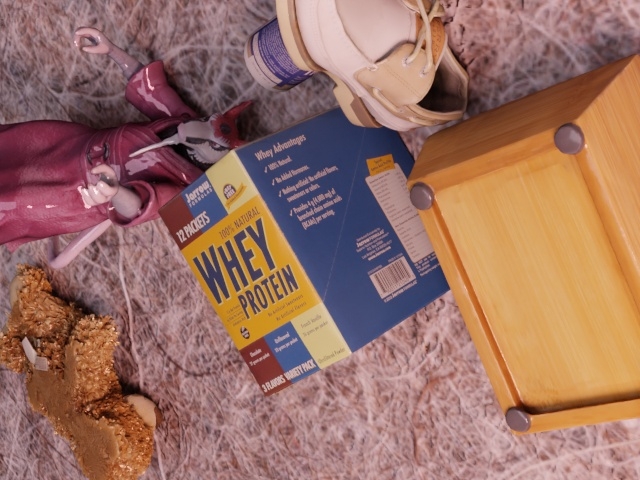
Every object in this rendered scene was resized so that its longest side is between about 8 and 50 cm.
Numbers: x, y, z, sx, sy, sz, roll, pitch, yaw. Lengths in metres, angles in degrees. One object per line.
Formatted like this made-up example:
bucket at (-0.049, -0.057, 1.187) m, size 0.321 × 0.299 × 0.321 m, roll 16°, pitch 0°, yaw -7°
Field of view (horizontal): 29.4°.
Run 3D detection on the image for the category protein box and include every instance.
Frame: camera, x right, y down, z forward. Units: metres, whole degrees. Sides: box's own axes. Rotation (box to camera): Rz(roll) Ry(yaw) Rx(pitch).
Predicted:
protein box at (0.000, 0.000, 1.137) m, size 0.136 × 0.200 × 0.201 m, roll -33°, pitch 87°, yaw 47°

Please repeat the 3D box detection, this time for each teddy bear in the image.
teddy bear at (-0.318, 0.176, 1.614) m, size 0.338 × 0.113 × 0.245 m, roll 31°, pitch 123°, yaw 38°

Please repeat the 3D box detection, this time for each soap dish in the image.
soap dish at (0.211, 0.021, 1.010) m, size 0.229 × 0.118 × 0.291 m, roll -18°, pitch 97°, yaw 47°

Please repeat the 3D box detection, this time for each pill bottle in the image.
pill bottle at (-0.013, -0.191, 1.147) m, size 0.120 × 0.067 × 0.067 m, roll -25°, pitch 93°, yaw 47°

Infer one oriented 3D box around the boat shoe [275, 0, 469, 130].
boat shoe at (0.050, -0.167, 0.978) m, size 0.103 × 0.302 × 0.113 m, roll 8°, pitch 82°, yaw 19°

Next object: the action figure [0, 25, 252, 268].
action figure at (-0.221, -0.061, 1.322) m, size 0.370 × 0.248 × 0.276 m, roll -9°, pitch 142°, yaw 21°
